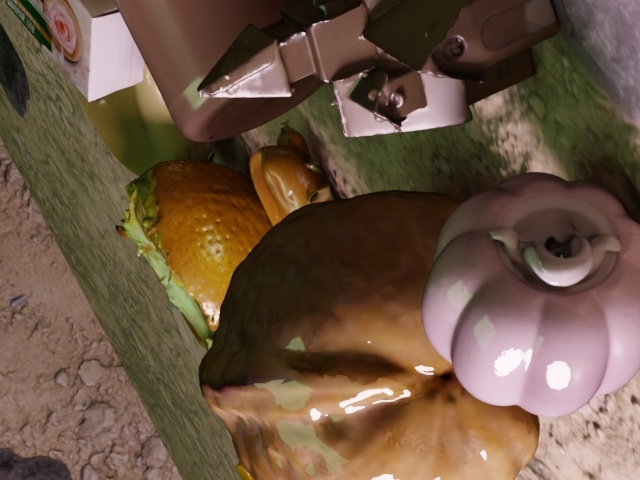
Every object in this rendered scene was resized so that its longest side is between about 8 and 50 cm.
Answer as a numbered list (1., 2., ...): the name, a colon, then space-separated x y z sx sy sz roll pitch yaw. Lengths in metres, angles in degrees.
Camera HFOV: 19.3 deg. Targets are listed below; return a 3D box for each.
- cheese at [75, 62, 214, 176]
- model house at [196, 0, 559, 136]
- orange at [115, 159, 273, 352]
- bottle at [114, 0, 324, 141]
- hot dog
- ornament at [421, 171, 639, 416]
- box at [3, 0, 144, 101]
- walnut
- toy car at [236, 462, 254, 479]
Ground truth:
1. cheese: -0.226 -0.206 2.332 0.259 0.128 0.315 33 147 58
2. model house: 0.028 -0.149 1.378 0.176 0.248 0.180 42 154 53
3. orange: -0.125 0.044 2.276 0.334 0.196 0.262 100 156 -58
4. bottle: -0.120 -0.256 1.842 0.296 0.173 0.206 61 -176 10
5. hot dog: 0.000 0.000 2.029 0.109 0.072 0.269 19 134 66
6. ornament: 0.163 0.035 1.375 0.177 0.177 0.177 56 162 28
7. box: -0.282 -0.276 2.158 0.199 0.081 0.135 46 148 27
8. walnut: 0.044 0.105 1.660 0.344 0.306 0.306 5 120 61
9. toy car: -0.017 0.355 2.497 0.248 0.142 0.200 40 153 59
